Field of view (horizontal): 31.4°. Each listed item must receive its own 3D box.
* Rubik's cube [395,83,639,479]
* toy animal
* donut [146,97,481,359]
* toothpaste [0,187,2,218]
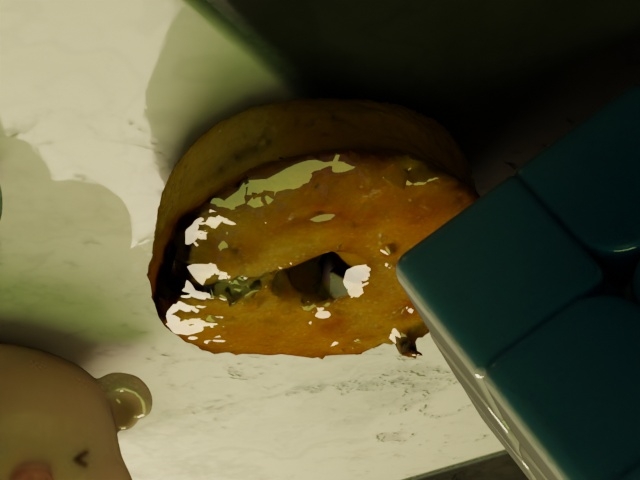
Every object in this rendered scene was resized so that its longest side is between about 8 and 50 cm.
[{"bbox_3d":[0.268,0.085,0.726,0.292,0.290,0.291,-36,146,-3],"label":"Rubik's cube"},{"bbox_3d":[-0.251,0.222,0.989,0.247,0.277,0.345,-42,138,18],"label":"toy animal"},{"bbox_3d":[0.000,0.001,0.789,0.254,0.118,0.253,-4,152,-2],"label":"donut"},{"bbox_3d":[-0.363,-0.025,0.748,0.297,0.048,0.075,0,152,-3],"label":"toothpaste"}]
